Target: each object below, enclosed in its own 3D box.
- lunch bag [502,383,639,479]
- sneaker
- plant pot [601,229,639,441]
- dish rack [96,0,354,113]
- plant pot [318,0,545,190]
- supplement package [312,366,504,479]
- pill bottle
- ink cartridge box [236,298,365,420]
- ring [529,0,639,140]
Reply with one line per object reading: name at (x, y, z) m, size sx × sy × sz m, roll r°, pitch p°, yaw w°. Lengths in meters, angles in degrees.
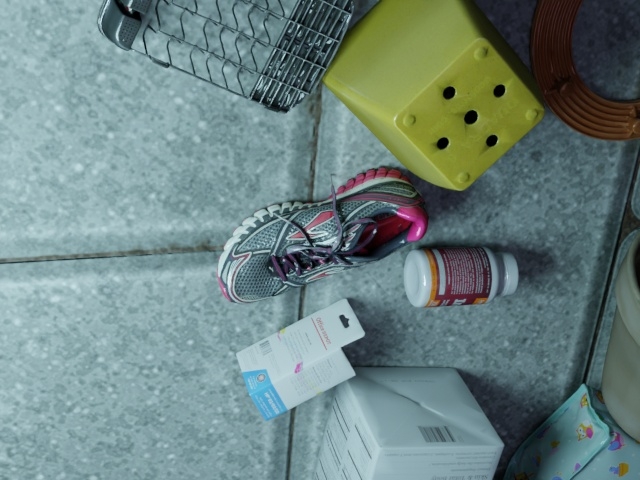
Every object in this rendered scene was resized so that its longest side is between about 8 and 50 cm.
lunch bag at (0.452, 0.397, 1.709) m, size 0.223 × 0.160 × 0.262 m, roll 25°, pitch 115°, yaw -25°
sneaker at (0.000, 0.000, 1.374) m, size 0.299 × 0.112 × 0.121 m, roll -27°, pitch 123°, yaw 0°
plant pot at (0.564, 0.165, 1.550) m, size 0.323 × 0.323 × 0.280 m, roll -2°, pitch 139°, yaw -16°
dish rack at (-0.102, -0.276, 1.214) m, size 0.271 × 0.074 × 0.208 m, roll 19°, pitch 112°, yaw -27°
plant pot at (0.152, -0.187, 1.270) m, size 0.212 × 0.187 × 0.212 m, roll -43°, pitch 121°, yaw 9°
supplement package at (0.121, 0.354, 1.558) m, size 0.199 × 0.198 × 0.263 m, roll 3°, pitch 118°, yaw -19°
pill bottle at (0.203, 0.051, 1.479) m, size 0.152 × 0.086 × 0.086 m, roll -2°, pitch 119°, yaw -15°
ink cartridge box at (-0.020, 0.168, 1.466) m, size 0.181 × 0.104 × 0.062 m, roll -27°, pitch 123°, yaw -1°
ring at (0.445, -0.288, 1.396) m, size 0.336 × 0.032 × 0.337 m, roll -8°, pitch 120°, yaw -14°
